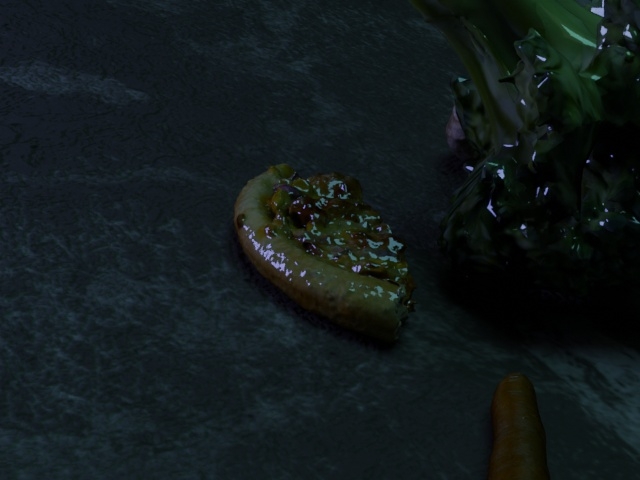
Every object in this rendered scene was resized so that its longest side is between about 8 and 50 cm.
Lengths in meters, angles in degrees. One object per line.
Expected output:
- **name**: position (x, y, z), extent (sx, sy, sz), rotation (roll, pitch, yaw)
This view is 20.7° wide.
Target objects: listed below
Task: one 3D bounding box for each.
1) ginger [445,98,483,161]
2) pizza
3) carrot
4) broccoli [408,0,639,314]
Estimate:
- **ginger**: position (0.187, -0.125, 1.665), extent (0.089, 0.075, 0.288), rotation (37, 27, 21)
- **pizza**: position (0.002, -0.002, 1.306), extent (0.127, 0.058, 0.246), rotation (7, 26, -14)
- **carrot**: position (0.122, 0.139, 1.070), extent (0.043, 0.043, 0.248), rotation (12, 21, 0)
- **broccoli**: position (0.206, -0.101, 1.342), extent (0.317, 0.277, 0.338), rotation (38, 33, -43)
